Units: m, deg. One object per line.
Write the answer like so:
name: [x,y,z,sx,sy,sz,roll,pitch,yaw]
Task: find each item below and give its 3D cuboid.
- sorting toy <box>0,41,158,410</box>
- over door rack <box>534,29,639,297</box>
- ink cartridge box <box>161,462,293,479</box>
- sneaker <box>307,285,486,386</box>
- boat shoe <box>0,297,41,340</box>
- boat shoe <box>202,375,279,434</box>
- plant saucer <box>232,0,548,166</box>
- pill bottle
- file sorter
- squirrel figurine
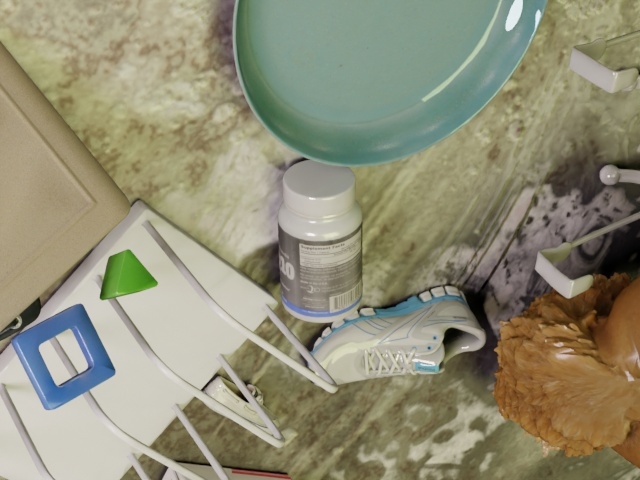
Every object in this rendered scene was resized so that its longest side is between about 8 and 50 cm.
sorting toy: [-0.264,-0.036,1.130,0.348,0.047,0.196,52,57,-14]
over door rack: [0.309,-0.125,1.453,0.324,0.108,0.240,-30,136,-41]
ink cartridge box: [-0.118,0.343,1.528,0.158,0.092,0.218,13,114,-38]
sneaker: [0.080,0.107,1.500,0.190,0.083,0.071,-21,131,-18]
boat shoe: [-0.365,0.117,1.188,0.340,0.127,0.113,-42,122,-14]
boat shoe: [-0.071,0.158,1.470,0.100,0.035,0.035,31,103,-36]
plant saucer: [0.060,-0.212,1.295,0.317,0.044,0.318,-16,128,-22]
pill bottle: [0.000,0.000,1.377,0.078,0.078,0.137,-18,128,-22]
file sorter: [-0.155,0.151,1.315,0.278,0.173,0.193,-48,133,5]
squirrel figurine: [0.365,0.093,1.542,0.396,0.370,0.281,-5,108,15]
